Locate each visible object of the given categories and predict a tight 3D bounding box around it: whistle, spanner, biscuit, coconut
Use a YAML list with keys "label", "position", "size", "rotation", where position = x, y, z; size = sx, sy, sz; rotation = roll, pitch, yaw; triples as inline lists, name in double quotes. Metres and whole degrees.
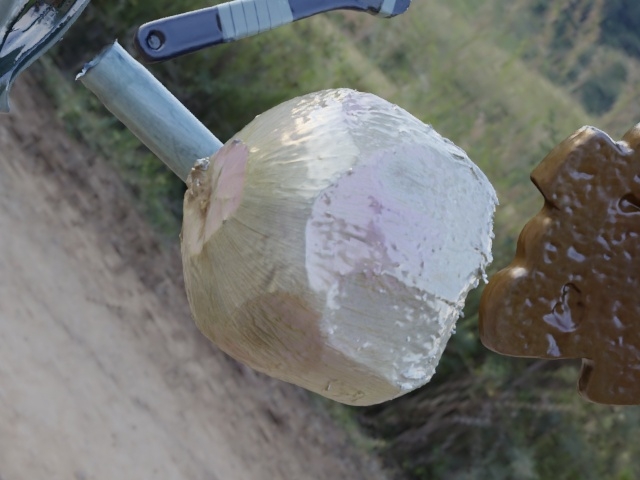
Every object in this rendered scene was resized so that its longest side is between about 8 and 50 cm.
- label: "whistle"
  position: [-0.131, -0.088, 1.475]
  size: [0.312, 0.062, 0.062]
  rotation: [44, 12, -17]
- label: "spanner"
  position: [-0.252, -0.150, 1.063]
  size: [0.040, 0.325, 0.095]
  rotation: [34, -8, 21]
- label: "biscuit"
  position: [0.273, 0.041, 1.044]
  size: [0.301, 0.278, 0.043]
  rotation: [50, 4, -13]
- label: "spanner"
  position: [-0.044, -0.240, 1.382]
  size: [0.024, 0.316, 0.087]
  rotation: [-2, -75, 67]
- label: "coconut"
  position: [0.000, 0.000, 1.317]
  size: [0.254, 0.297, 0.297]
  rotation: [32, 22, -34]
